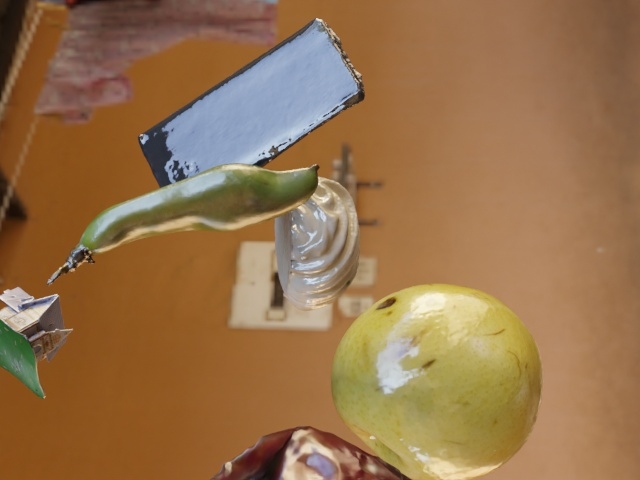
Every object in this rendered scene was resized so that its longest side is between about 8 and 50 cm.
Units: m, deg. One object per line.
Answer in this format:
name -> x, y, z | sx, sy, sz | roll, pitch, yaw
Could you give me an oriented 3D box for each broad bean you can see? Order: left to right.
broad bean -> -0.155, -0.031, 1.342 | 0.067, 0.325, 0.075 | 39, -146, -87

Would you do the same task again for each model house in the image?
model house -> -0.410, 0.125, 1.668 | 0.088, 0.167, 0.117 | -34, -44, -35

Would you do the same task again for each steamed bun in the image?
steamed bun -> 0.000, 0.000, 1.576 | 0.183, 0.106, 0.182 | 178, 90, -78

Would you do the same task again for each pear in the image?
pear -> 0.194, 0.236, 1.978 | 0.348, 0.349, 0.348 | 1, -90, -81

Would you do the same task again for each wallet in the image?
wallet -> -0.086, -0.149, 1.449 | 0.146, 0.285, 0.030 | 62, -170, 32

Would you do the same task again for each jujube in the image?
jujube -> 0.022, 0.355, 1.272 | 0.377, 0.258, 0.258 | 35, -134, -31
